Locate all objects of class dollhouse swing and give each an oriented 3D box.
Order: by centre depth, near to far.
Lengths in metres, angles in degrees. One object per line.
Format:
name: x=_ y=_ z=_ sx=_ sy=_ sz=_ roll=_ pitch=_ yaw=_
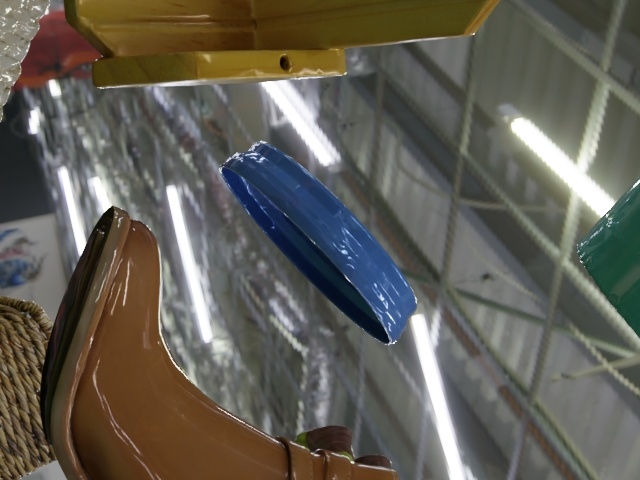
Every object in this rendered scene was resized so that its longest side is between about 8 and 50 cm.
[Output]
dollhouse swing: x=-0.040 y=-0.331 z=0.998 sx=0.305 sy=0.315 sz=0.347 roll=5 pitch=-79 yaw=48

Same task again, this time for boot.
boot: x=-0.038 y=0.090 z=0.427 sx=0.073 sy=0.152 sz=0.197 roll=-165 pitch=-98 yaw=-73

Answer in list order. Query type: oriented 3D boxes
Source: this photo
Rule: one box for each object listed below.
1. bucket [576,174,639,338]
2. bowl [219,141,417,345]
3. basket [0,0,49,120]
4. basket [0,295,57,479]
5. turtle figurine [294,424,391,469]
bucket: x=0.366 y=0.031 z=0.885 sx=0.183 sy=0.281 sz=0.281 roll=-46 pitch=-133 yaw=18
bowl: x=0.000 y=0.000 z=1.654 sx=0.391 sy=0.077 sz=0.391 roll=45 pitch=-8 yaw=8
basket: x=-0.511 y=-0.264 z=1.183 sx=0.331 sy=0.266 sz=0.328 roll=7 pitch=106 yaw=-80
basket: x=-0.524 y=0.223 z=1.697 sx=0.213 sy=0.223 sz=0.299 roll=38 pitch=-29 yaw=52
turtle figurine: x=0.022 y=0.276 z=0.938 sx=0.087 sy=0.269 sz=0.217 roll=-41 pitch=-144 yaw=32
